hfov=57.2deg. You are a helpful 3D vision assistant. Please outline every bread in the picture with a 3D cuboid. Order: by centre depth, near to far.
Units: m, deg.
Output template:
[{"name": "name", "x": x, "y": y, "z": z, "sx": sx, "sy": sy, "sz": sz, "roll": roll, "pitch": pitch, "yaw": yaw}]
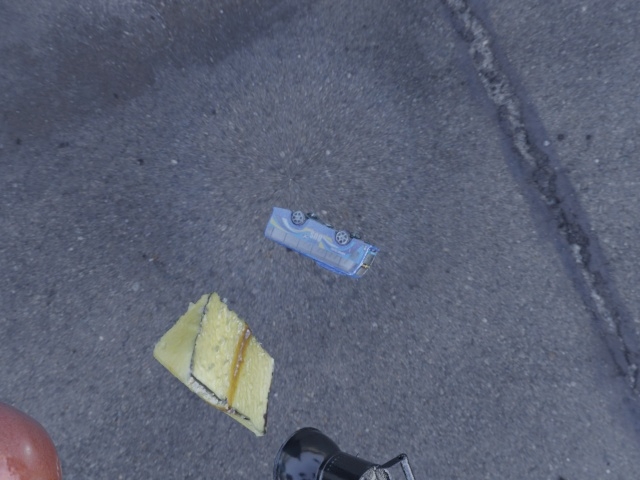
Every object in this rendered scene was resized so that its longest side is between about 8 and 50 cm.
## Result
[{"name": "bread", "x": -0.180, "y": 0.241, "z": 1.062, "sx": 0.141, "sy": 0.178, "sz": 0.266, "roll": -26, "pitch": 132, "yaw": 13}]

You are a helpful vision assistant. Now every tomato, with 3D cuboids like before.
[{"name": "tomato", "x": -0.665, "y": 0.428, "z": 1.101, "sx": 0.341, "sy": 0.341, "sz": 0.273, "roll": -5, "pitch": 66, "yaw": -2}]

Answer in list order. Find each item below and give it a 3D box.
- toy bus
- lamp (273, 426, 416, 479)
[{"name": "toy bus", "x": 0.000, "y": 0.000, "z": 0.782, "sx": 0.153, "sy": 0.051, "sz": 0.061, "roll": 25, "pitch": 95, "yaw": 23}, {"name": "lamp", "x": 0.034, "y": 0.438, "z": 1.052, "sx": 0.172, "sy": 0.227, "sz": 0.147, "roll": -31, "pitch": 108, "yaw": -36}]
